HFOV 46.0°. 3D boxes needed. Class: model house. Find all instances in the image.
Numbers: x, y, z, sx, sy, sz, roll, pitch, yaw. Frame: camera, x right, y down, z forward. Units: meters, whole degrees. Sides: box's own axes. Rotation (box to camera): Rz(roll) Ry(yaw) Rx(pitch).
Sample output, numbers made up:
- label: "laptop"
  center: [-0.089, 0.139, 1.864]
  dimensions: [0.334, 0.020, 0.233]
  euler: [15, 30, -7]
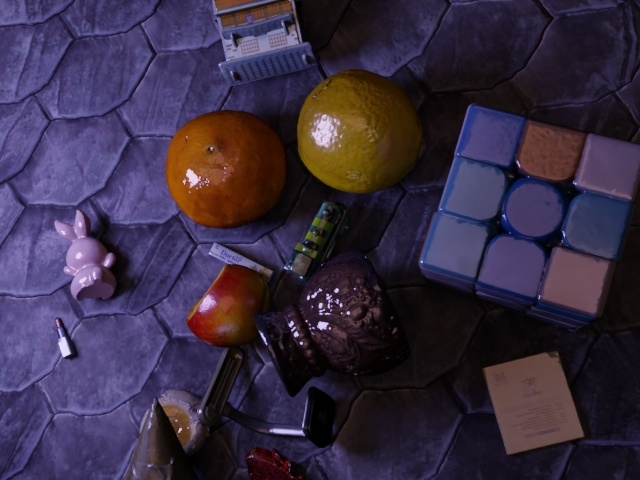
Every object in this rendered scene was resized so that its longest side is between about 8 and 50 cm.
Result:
- label: "model house"
  center: [-0.131, -0.495, 1.783]
  dimensions: [0.224, 0.198, 0.215]
  euler: [-11, 95, 6]

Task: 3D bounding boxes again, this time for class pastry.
- label: "pastry"
  center: [-0.326, 0.420, 1.709]
  dimensions: [0.166, 0.088, 0.165]
  euler: [-1, 80, 6]

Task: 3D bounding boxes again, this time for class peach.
- label: "peach"
  center: [-0.212, 0.145, 1.689]
  dimensions: [0.193, 0.190, 0.190]
  euler: [3, 80, 9]

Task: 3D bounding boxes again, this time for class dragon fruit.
- label: "dragon fruit"
  center: [-0.096, 0.503, 1.680]
  dimensions: [0.131, 0.063, 0.097]
  euler: [2, 113, 10]

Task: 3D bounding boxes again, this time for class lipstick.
- label: "lipstick"
  center: [-0.624, 0.233, 1.826]
  dimensions: [0.025, 0.025, 0.107]
  euler: [-27, 72, 4]

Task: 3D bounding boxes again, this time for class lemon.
- label: "lemon"
  center: [0.084, -0.237, 1.662]
  dimensions: [0.293, 0.293, 0.292]
  euler: [-2, 80, 10]

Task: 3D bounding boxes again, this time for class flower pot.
- label: "flower pot"
  center: [0.015, 0.186, 1.584]
  dimensions: [0.267, 0.266, 0.266]
  euler: [-24, 77, -4]

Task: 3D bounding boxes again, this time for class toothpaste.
- label: "toothpaste"
  center: [-0.180, 0.053, 1.770]
  dimensions: [0.164, 0.046, 0.034]
  euler: [26, 89, 13]

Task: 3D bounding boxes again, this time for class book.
- label: "book"
  center: [0.456, 0.347, 1.621]
  dimensions: [0.168, 0.013, 0.192]
  euler: [-15, 78, 7]

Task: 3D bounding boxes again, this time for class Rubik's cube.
- label: "Rubik's cube"
  center: [0.415, -0.032, 1.527]
  dimensions: [0.347, 0.347, 0.344]
  euler: [16, 82, 12]

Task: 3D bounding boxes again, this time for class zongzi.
- label: "zongzi"
  center: [-0.261, 0.566, 1.585]
  dimensions: [0.356, 0.174, 0.392]
  euler: [24, 107, 9]

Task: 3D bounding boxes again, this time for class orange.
- label: "orange"
  center: [-0.216, -0.166, 1.726]
  dimensions: [0.284, 0.226, 0.283]
  euler: [-2, 74, 6]

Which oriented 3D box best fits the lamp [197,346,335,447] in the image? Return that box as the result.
- label: "lamp"
  center: [-0.106, 0.345, 1.687]
  dimensions: [0.283, 0.124, 0.203]
  euler: [5, 60, 14]

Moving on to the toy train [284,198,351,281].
- label: "toy train"
  center: [-0.001, 0.000, 1.704]
  dimensions: [0.083, 0.132, 0.200]
  euler: [22, 86, 13]

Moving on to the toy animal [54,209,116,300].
- label: "toy animal"
  center: [-0.558, 0.036, 1.816]
  dimensions: [0.124, 0.124, 0.212]
  euler: [-22, 68, 6]
